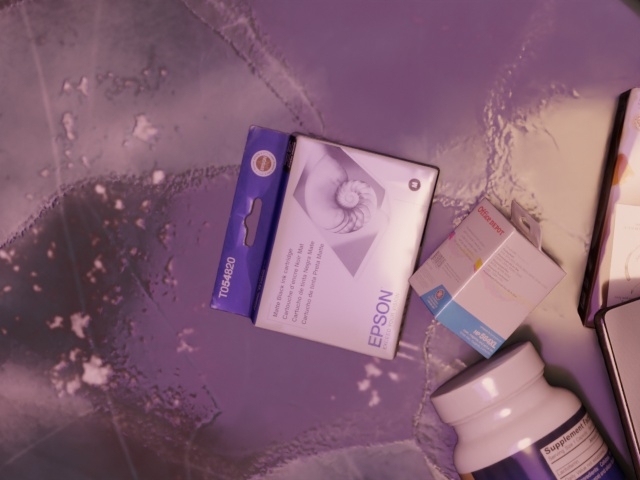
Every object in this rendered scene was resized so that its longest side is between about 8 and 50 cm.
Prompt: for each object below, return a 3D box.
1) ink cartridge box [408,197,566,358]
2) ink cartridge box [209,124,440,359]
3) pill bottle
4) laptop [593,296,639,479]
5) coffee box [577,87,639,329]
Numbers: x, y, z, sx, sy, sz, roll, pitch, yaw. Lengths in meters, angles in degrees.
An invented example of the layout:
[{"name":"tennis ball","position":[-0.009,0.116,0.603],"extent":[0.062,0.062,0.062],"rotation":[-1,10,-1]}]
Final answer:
[{"name":"ink cartridge box","position":[0.183,0.033,1.425],"extent":[0.090,0.092,0.143],"rotation":[38,100,-27]},{"name":"ink cartridge box","position":[0.000,0.000,1.490],"extent":[0.224,0.045,0.223],"rotation":[13,96,8]},{"name":"pill bottle","position":[0.234,0.249,1.415],"extent":[0.153,0.153,0.264],"rotation":[-31,88,10]},{"name":"laptop","position":[0.504,0.192,1.241],"extent":[0.236,0.408,0.382],"rotation":[-19,85,46]},{"name":"coffee box","position":[0.339,-0.027,1.387],"extent":[0.098,0.141,0.246],"rotation":[11,95,8]}]
